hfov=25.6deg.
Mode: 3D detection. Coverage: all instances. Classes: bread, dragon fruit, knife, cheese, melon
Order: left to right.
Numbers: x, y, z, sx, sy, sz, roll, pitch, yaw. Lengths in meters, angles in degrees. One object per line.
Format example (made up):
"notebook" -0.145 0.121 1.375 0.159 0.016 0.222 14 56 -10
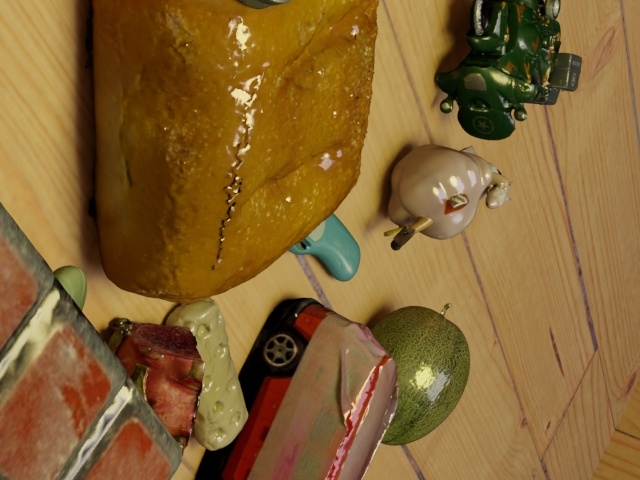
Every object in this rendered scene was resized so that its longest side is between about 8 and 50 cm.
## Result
"dragon fruit" -0.158 0.121 1.235 0.147 0.096 0.102 -128 -125 -70
"cheese" -0.111 0.133 1.382 0.065 0.043 0.194 -50 148 -35
"bread" -0.047 -0.132 1.200 0.328 0.148 0.337 -32 136 -50
"knife" 0.000 0.000 1.512 0.064 0.031 0.222 -69 157 -9
"melon" 0.109 0.157 1.703 0.192 0.139 0.139 -60 152 -12

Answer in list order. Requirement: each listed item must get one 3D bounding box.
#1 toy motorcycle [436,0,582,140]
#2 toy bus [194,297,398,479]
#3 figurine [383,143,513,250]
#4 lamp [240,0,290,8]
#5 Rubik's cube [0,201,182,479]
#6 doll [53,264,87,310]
"toy motorcycle" 0.232 -0.211 1.700 0.275 0.125 0.187 0 99 -62
"toy bus" -0.027 0.219 1.497 0.302 0.147 0.127 -64 159 -7
"figurine" 0.148 -0.062 1.654 0.229 0.137 0.112 -22 95 -60
"lamp" -0.028 -0.340 1.068 0.269 0.047 0.266 -42 113 -41
"Rubik's cube" -0.305 0.113 0.727 0.303 0.301 0.305 -56 149 -24
"doll" -0.211 0.169 1.029 0.268 0.216 0.284 -91 -163 -78
